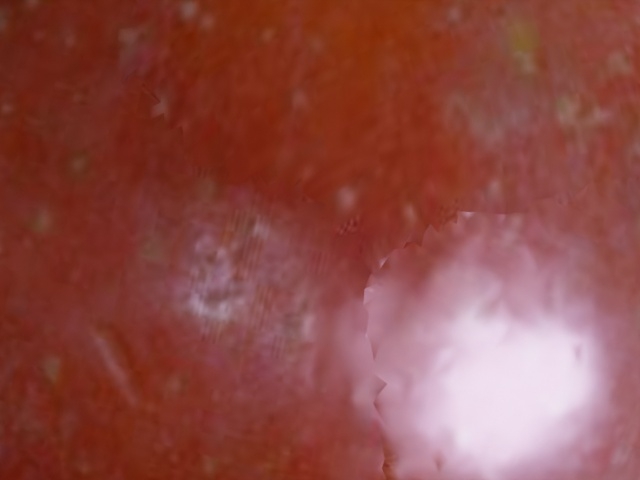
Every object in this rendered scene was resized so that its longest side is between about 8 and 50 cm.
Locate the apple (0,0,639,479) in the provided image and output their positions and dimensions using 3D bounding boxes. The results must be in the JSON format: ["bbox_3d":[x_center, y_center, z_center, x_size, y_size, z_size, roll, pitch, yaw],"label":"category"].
[{"bbox_3d":[0.000,0.000,0.606,0.348,0.348,0.277,14,81,-22],"label":"apple"}]
